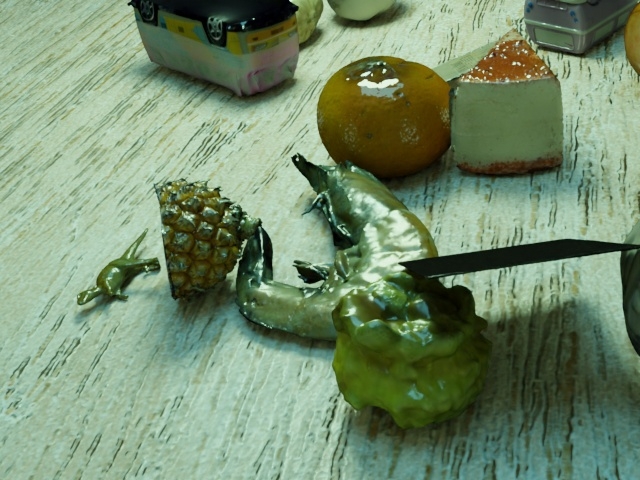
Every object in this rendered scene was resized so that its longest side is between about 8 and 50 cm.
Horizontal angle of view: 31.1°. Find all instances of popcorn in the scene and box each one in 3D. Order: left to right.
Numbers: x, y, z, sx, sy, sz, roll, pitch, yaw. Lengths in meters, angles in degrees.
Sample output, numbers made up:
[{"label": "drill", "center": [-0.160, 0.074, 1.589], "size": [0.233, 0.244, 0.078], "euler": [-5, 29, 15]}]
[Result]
[{"label": "popcorn", "center": [0.098, 0.111, 1.271], "size": [0.197, 0.156, 0.197], "euler": [-2, 20, 1]}]

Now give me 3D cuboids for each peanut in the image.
[{"label": "peanut", "center": [-0.069, -0.476, 2.356], "size": [0.137, 0.122, 0.253], "euler": [-8, 25, -14]}]

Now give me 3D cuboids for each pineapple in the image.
[{"label": "pineapple", "center": [-0.144, -0.009, 1.544], "size": [0.136, 0.162, 0.176], "euler": [-10, 8, -5]}]

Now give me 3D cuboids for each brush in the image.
[{"label": "brush", "center": [0.184, -0.250, 1.960], "size": [0.327, 0.065, 0.070], "euler": [-22, 37, -1]}]

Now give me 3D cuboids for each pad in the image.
[{"label": "pad", "center": [0.206, 0.018, 1.274], "size": [0.219, 0.004, 0.330], "euler": [-8, 2, 0]}]

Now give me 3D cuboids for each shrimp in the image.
[{"label": "shrimp", "center": [0.000, 0.000, 1.574], "size": [0.272, 0.085, 0.445], "euler": [-19, 35, -4]}]

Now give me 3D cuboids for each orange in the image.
[{"label": "orange", "center": [0.103, -0.196, 1.770], "size": [0.224, 0.170, 0.224], "euler": [-9, 32, 6]}]

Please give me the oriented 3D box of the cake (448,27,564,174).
[{"label": "cake", "center": [0.319, -0.221, 1.760], "size": [0.159, 0.158, 0.262], "euler": [10, 35, 26]}]

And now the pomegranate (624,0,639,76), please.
[{"label": "pomegranate", "center": [0.583, -0.323, 1.834], "size": [0.191, 0.191, 0.191], "euler": [-8, 30, 5]}]

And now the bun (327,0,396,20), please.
[{"label": "bun", "center": [0.097, -0.523, 2.377], "size": [0.172, 0.120, 0.173], "euler": [-21, 44, 22]}]

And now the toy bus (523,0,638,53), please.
[{"label": "toy bus", "center": [0.478, -0.440, 2.094], "size": [0.202, 0.142, 0.142], "euler": [-33, 37, -32]}]

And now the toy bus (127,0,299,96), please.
[{"label": "toy bus", "center": [-0.190, -0.395, 2.205], "size": [0.171, 0.162, 0.386], "euler": [-32, 36, -29]}]

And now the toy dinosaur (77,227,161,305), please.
[{"label": "toy dinosaur", "center": [-0.290, 0.038, 1.629], "size": [0.126, 0.039, 0.162], "euler": [-18, 30, -10]}]

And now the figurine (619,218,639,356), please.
[{"label": "figurine", "center": [0.496, 0.007, 1.216], "size": [0.361, 0.266, 0.378], "euler": [2, 35, 5]}]
